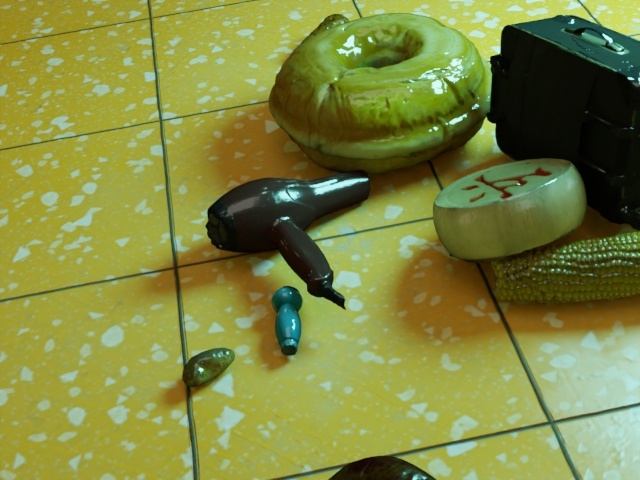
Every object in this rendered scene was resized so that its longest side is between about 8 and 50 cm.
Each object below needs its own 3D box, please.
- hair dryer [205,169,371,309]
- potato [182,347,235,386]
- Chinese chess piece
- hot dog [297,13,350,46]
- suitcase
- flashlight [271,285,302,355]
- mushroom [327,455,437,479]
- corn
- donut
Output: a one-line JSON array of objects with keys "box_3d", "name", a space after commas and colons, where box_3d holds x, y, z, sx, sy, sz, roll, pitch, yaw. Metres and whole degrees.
[{"box_3d": [0.000, 0.000, 1.713, 0.313, 0.123, 0.340, -14, 39, -24], "name": "hair dryer"}, {"box_3d": [-0.174, 0.189, 1.556, 0.092, 0.045, 0.046, -32, 81, -24], "name": "potato"}, {"box_3d": [0.307, -0.052, 1.659, 0.250, 0.103, 0.250, -17, 14, 4], "name": "Chinese chess piece"}, {"box_3d": [0.011, -0.449, 2.299, 0.099, 0.065, 0.147, 21, 58, 30], "name": "hot dog"}, {"box_3d": [0.466, -0.222, 1.738, 0.194, 0.283, 0.434, -14, 30, -22], "name": "suitcase"}, {"box_3d": [-0.051, 0.125, 1.610, 0.051, 0.051, 0.129, -7, 40, 1], "name": "flashlight"}, {"box_3d": [0.110, 0.343, 1.162, 0.267, 0.267, 0.254, -1, 39, 8], "name": "mushroom"}, {"box_3d": [0.423, 0.047, 1.591, 0.310, 0.101, 0.101, -9, 39, 1], "name": "corn"}, {"box_3d": [0.119, -0.293, 1.985, 0.449, 0.198, 0.449, -5, 37, 4], "name": "donut"}]
